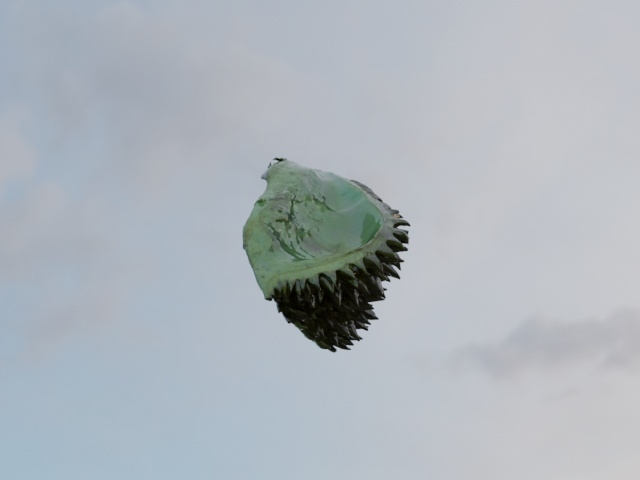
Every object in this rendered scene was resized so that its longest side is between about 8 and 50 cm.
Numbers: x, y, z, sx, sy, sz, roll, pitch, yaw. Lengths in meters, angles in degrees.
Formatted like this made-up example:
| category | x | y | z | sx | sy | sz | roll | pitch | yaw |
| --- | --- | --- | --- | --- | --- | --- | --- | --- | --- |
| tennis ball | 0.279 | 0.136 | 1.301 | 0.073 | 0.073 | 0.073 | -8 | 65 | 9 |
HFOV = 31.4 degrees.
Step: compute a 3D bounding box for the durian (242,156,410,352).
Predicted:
| category | x | y | z | sx | sy | sz | roll | pitch | yaw |
| --- | --- | --- | --- | --- | --- | --- | --- | --- | --- |
| durian | -0.002 | 0.009 | 1.412 | 0.198 | 0.394 | 0.163 | 13 | -60 | -5 |
